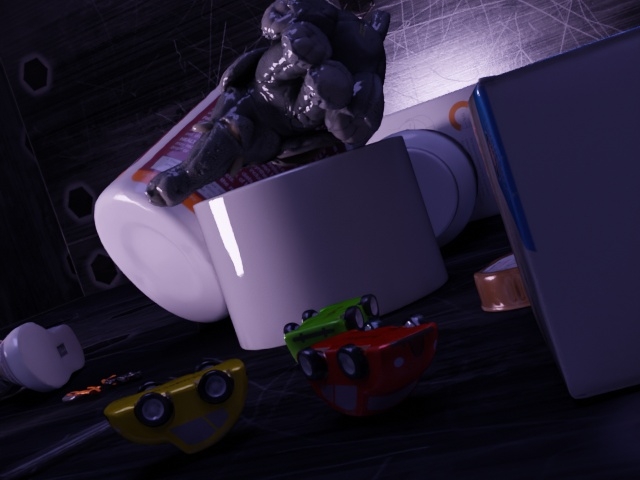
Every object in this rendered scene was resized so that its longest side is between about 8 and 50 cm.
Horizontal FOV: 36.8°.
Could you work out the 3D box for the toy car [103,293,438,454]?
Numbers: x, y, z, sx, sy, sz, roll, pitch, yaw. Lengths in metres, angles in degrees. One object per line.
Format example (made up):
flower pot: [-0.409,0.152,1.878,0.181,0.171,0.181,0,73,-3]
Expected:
toy car: [-0.005,0.087,0.682,0.239,0.053,0.225,-16,4,23]

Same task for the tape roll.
tape roll: [0.000,0.000,1.058,0.246,0.169,0.246,-19,4,1]

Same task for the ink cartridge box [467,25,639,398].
ink cartridge box: [0.192,-0.035,0.572,0.168,0.171,0.233,-18,4,9]

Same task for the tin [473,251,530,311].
tin: [0.213,0.017,0.778,0.190,0.040,0.106,-16,9,35]

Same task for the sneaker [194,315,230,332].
sneaker: [-0.142,0.088,1.369,0.089,0.051,0.170,-23,1,-7]

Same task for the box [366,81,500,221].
box: [0.192,-0.130,1.670,0.345,0.215,0.168,-16,4,32]

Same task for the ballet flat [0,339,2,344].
ballet flat: [-0.501,0.147,1.371,0.091,0.077,0.241,-10,-24,-6]

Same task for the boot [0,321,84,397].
boot: [-0.399,0.171,1.260,0.123,0.095,0.258,-25,-5,-2]

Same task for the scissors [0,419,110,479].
scissors: [-0.264,0.192,0.709,0.297,0.021,0.109,-19,1,-29]

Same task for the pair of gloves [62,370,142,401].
pair of gloves: [-0.244,0.164,1.075,0.083,0.010,0.074,-18,1,-42]

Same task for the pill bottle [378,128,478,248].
pill bottle: [0.140,-0.074,1.403,0.176,0.176,0.318,-18,3,12]

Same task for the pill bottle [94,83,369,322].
pill bottle: [-0.095,-0.096,1.301,0.224,0.224,0.392,-14,29,52]

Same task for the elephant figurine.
elephant figurine: [-0.053,-0.139,1.007,0.186,0.169,0.239,16,-38,-40]
